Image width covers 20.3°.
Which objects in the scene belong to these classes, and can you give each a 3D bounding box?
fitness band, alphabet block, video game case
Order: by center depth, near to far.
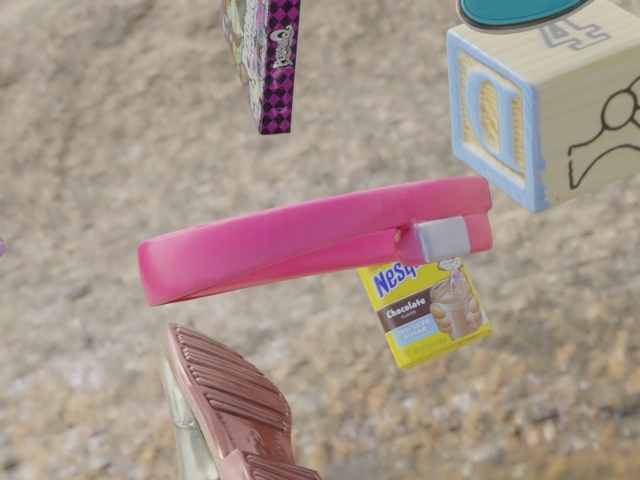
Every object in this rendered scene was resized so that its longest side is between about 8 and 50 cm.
[{"bbox_3d":[0.000,0.000,1.204,0.209,0.054,0.291,-10,-1,22],"label":"fitness band"},{"bbox_3d":[-0.064,-0.264,1.889,0.042,0.232,0.210,-7,45,-13],"label":"video game case"},{"bbox_3d":[0.289,-0.177,2.198,0.197,0.192,0.193,-21,38,-22],"label":"alphabet block"}]

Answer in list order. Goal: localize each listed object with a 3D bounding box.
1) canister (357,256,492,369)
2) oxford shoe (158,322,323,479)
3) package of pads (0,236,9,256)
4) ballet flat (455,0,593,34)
[{"bbox_3d":[0.114,0.052,2.083,0.126,0.170,0.073,-24,-9,5],"label":"canister"},{"bbox_3d":[-0.106,0.222,1.774,0.146,0.140,0.397,-56,29,17],"label":"oxford shoe"},{"bbox_3d":[-0.282,0.017,1.360,0.083,0.032,0.050,-47,55,-3],"label":"package of pads"},{"bbox_3d":[0.244,-0.250,1.657,0.248,0.086,0.086,-25,24,4],"label":"ballet flat"}]
